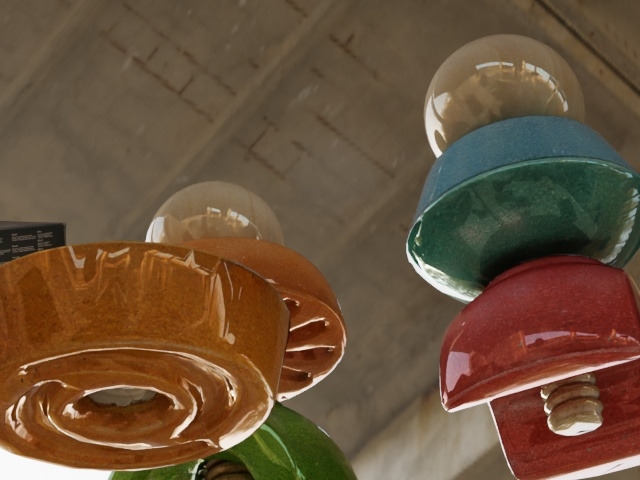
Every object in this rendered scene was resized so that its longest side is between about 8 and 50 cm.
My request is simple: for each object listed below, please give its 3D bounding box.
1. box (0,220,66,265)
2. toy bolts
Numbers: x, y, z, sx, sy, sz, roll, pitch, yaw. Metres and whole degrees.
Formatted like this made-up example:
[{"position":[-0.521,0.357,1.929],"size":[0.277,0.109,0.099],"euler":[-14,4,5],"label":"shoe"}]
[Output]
[{"position":[-0.132,0.005,0.383],"size":[0.067,0.083,0.018],"euler":[2,-85,28],"label":"box"},{"position":[0.000,0.000,0.427],"size":[0.228,0.158,0.218],"euler":[-16,-34,14],"label":"toy bolts"}]
